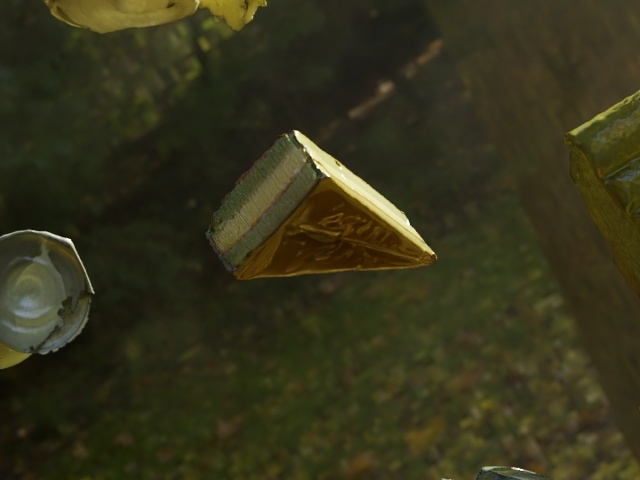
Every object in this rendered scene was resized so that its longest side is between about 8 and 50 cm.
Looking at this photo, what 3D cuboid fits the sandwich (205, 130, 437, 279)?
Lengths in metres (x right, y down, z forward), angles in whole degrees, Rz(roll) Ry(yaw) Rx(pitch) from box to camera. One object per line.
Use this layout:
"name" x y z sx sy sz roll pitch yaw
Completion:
"sandwich" 0.000 0.000 1.557 0.113 0.163 0.079 -45 44 12

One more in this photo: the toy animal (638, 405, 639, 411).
"toy animal" 0.460 0.347 2.186 0.157 0.312 0.097 -4 15 22

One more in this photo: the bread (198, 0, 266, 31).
"bread" -0.162 -0.398 2.276 0.142 0.266 0.178 -51 -21 -20

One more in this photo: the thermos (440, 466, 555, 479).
"thermos" 0.156 0.337 1.567 0.145 0.182 0.287 -171 97 -77

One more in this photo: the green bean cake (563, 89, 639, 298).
"green bean cake" 0.318 -0.013 1.611 0.124 0.233 0.236 -32 -10 0

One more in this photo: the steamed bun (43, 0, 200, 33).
"steamed bun" -0.237 -0.366 1.847 0.324 0.372 0.230 25 78 28

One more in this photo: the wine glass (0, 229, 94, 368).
"wine glass" -0.311 0.063 1.818 0.126 0.126 0.241 -35 6 -24
